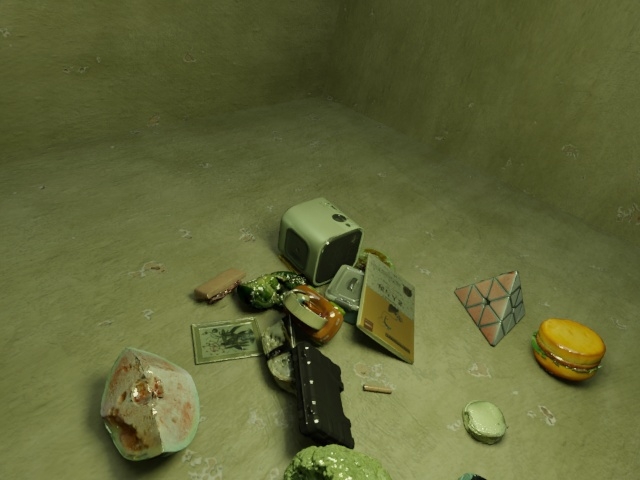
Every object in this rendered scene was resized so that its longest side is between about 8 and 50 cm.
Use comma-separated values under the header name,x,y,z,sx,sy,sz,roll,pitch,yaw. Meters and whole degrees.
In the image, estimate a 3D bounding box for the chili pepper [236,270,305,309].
name,x,y,z,sx,sy,sz,roll,pitch,yaw
chili pepper,-0.182,0.197,1.625,0.265,0.116,0.148,-16,33,-35

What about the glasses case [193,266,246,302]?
name,x,y,z,sx,sy,sz,roll,pitch,yaw
glasses case,-0.354,0.178,1.597,0.103,0.070,0.193,14,32,37

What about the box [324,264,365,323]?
name,x,y,z,sx,sy,sz,roll,pitch,yaw
box,0.115,0.206,1.675,0.162,0.130,0.227,21,35,12

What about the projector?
name,x,y,z,sx,sy,sz,roll,pitch,yaw
projector,0.000,0.000,1.775,0.249,0.248,0.249,-20,47,-35

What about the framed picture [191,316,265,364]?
name,x,y,z,sx,sy,sz,roll,pitch,yaw
framed picture,-0.311,0.335,1.462,0.231,0.010,0.173,-3,38,-22

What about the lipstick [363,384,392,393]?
name,x,y,z,sx,sy,sz,roll,pitch,yaw
lipstick,0.186,0.485,1.411,0.094,0.019,0.019,10,36,-6

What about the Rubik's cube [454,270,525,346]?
name,x,y,z,sx,sy,sz,roll,pitch,yaw
Rubik's cube,0.722,0.264,1.778,0.228,0.233,0.229,-27,-4,5

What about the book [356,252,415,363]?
name,x,y,z,sx,sy,sz,roll,pitch,yaw
book,0.259,0.243,1.634,0.269,0.032,0.388,36,37,-18

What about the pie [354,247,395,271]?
name,x,y,z,sx,sy,sz,roll,pitch,yaw
pie,0.218,0.111,1.904,0.241,0.054,0.240,7,37,-5

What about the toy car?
name,x,y,z,sx,sy,sz,roll,pitch,yaw
toy car,-0.046,0.238,1.477,0.235,0.145,0.235,37,-3,2

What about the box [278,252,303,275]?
name,x,y,z,sx,sy,sz,roll,pitch,yaw
box,-0.113,0.096,1.845,0.073,0.020,0.149,-18,46,-35

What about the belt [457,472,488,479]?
name,x,y,z,sx,sy,sz,roll,pitch,yaw
belt,0.426,0.683,1.144,0.140,0.105,0.058,30,34,31

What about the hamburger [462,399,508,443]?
name,x,y,z,sx,sy,sz,roll,pitch,yaw
hamburger,0.519,0.568,1.369,0.133,0.062,0.140,16,38,5

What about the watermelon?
name,x,y,z,sx,sy,sz,roll,pitch,yaw
watermelon,-0.454,0.456,1.162,0.175,0.188,0.321,-35,50,10

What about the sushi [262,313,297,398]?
name,x,y,z,sx,sy,sz,roll,pitch,yaw
sushi,-0.129,0.382,1.388,0.109,0.134,0.272,-9,57,0

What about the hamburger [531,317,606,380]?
name,x,y,z,sx,sy,sz,roll,pitch,yaw
hamburger,0.914,0.413,1.615,0.246,0.169,0.246,4,25,-2

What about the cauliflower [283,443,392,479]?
name,x,y,z,sx,sy,sz,roll,pitch,yaw
cauliflower,0.053,0.636,1.039,0.272,0.275,0.250,33,70,-23

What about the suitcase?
name,x,y,z,sx,sy,sz,roll,pitch,yaw
suitcase,0.004,0.454,1.260,0.206,0.066,0.285,47,19,-34
